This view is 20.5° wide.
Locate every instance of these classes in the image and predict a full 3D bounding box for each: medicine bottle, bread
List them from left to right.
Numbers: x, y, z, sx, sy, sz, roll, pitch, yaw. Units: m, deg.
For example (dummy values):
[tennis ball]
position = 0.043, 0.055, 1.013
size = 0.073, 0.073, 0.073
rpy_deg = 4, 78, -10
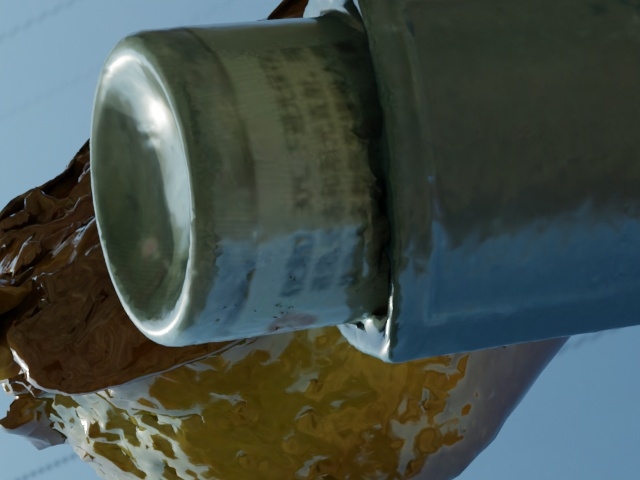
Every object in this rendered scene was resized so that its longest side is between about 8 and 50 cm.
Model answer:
[bread]
position = -0.002, 0.002, 0.896
size = 0.358, 0.204, 0.337
rpy_deg = -44, -163, -30
[medicine bottle]
position = 0.086, -0.024, 0.378
size = 0.124, 0.258, 0.079
rpy_deg = -174, -102, -67
